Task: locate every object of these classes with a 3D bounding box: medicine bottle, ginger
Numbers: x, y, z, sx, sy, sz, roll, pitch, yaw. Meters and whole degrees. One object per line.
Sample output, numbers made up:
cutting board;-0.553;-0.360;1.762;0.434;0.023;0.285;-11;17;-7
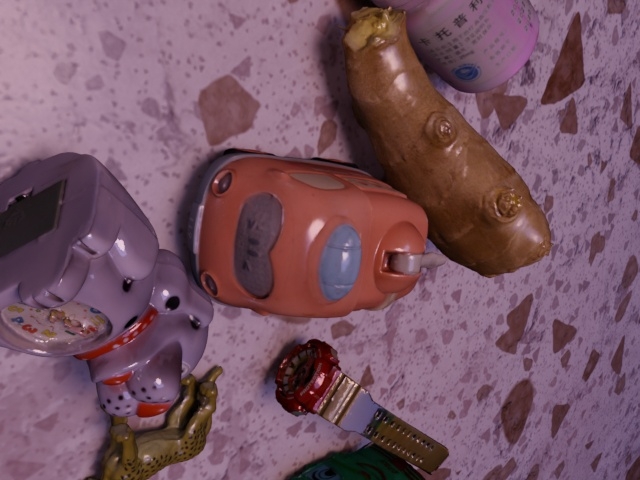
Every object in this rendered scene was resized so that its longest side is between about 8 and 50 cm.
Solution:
medicine bottle;0.160;-0.311;0.693;0.254;0.152;0.152;23;88;-41
ginger;0.150;-0.115;0.709;0.166;0.236;0.375;-26;91;4

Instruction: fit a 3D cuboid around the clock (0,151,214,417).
clock;-0.199;0.063;0.520;0.189;0.189;0.254;-51;136;-16

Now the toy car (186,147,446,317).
toy car;0.000;0.000;0.617;0.270;0.212;0.180;0;103;-39

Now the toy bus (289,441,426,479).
toy bus;0.028;0.503;0.819;0.199;0.183;0.343;4;100;-34

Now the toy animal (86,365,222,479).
toy animal;-0.188;0.235;0.642;0.181;0.073;0.136;-16;122;-48

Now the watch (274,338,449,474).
watch;0.054;0.239;0.764;0.268;0.165;0.102;42;77;-37
